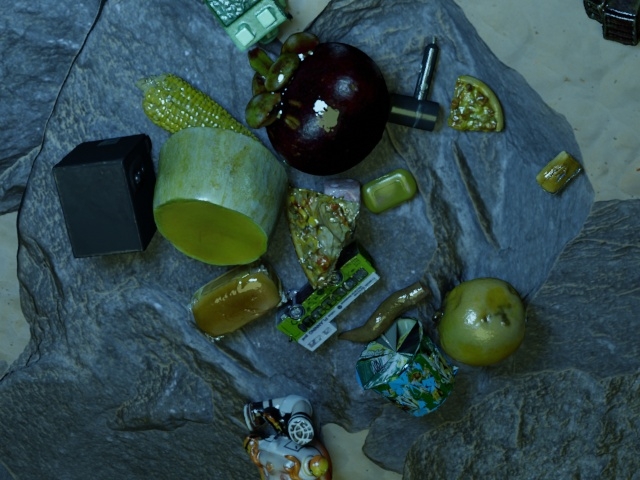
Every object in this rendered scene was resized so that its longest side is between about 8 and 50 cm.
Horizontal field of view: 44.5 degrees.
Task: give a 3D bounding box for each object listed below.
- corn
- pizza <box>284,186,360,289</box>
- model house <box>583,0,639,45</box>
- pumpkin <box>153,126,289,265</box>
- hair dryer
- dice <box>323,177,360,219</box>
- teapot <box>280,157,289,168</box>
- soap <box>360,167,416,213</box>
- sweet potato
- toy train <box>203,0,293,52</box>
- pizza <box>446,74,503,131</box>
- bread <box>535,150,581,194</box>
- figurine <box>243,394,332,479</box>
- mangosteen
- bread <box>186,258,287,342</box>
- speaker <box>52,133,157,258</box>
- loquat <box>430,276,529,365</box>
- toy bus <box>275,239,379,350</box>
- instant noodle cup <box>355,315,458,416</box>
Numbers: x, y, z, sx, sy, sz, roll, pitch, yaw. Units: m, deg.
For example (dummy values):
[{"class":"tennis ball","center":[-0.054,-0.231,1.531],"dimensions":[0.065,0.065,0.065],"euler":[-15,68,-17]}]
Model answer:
[{"class":"corn","center":[-0.285,-0.279,1.860],"dimensions":[0.346,0.130,0.130],"euler":[34,109,-18]},{"class":"pizza","center":[0.000,0.000,1.887],"dimensions":[0.074,0.287,0.252],"euler":[-14,105,-29]},{"class":"model house","center":[0.681,-0.529,1.774],"dimensions":[0.165,0.106,0.152],"euler":[27,129,28]},{"class":"pumpkin","center":[-0.248,-0.087,1.833],"dimensions":[0.332,0.199,0.332],"euler":[6,139,6]},{"class":"hair dryer","center":[0.234,-0.376,1.852],"dimensions":[0.124,0.071,0.219],"euler":[14,105,-5]},{"class":"dice","center":[0.054,-0.100,1.947],"dimensions":[0.091,0.094,0.093],"euler":[-1,114,0]},{"class":"teapot","center":[-0.053,-0.223,1.927],"dimensions":[0.110,0.043,0.043],"euler":[-41,106,18]},{"class":"soap","center":[0.171,-0.125,1.962],"dimensions":[0.140,0.045,0.089],"euler":[-24,113,8]},{"class":"sweet potato","center":[0.166,0.206,2.091],"dimensions":[0.281,0.059,0.067],"euler":[-41,97,14]},{"class":"toy train","center":[-0.184,-0.549,1.714],"dimensions":[0.159,0.188,0.272],"euler":[-33,110,14]},{"class":"pizza","center":[0.367,-0.310,1.883],"dimensions":[0.175,0.046,0.134],"euler":[39,107,-14]},{"class":"bread","center":[0.588,-0.166,1.938],"dimensions":[0.072,0.053,0.106],"euler":[40,102,-18]},{"class":"figurine","center":[-0.076,0.602,2.183],"dimensions":[0.320,0.196,0.323],"euler":[5,110,45]},{"class":"mangosteen","center":[-0.016,-0.311,1.741],"dimensions":[0.346,0.307,0.307],"euler":[28,110,-22]},{"class":"bread","center":[-0.220,0.155,2.049],"dimensions":[0.241,0.107,0.136],"euler":[-28,112,12]},{"class":"speaker","center":[-0.491,-0.110,1.862],"dimensions":[0.184,0.254,0.232],"euler":[-6,112,4]},{"class":"loquat","center":[0.405,0.209,2.005],"dimensions":[0.243,0.244,0.244],"euler":[0,112,0]},{"class":"toy bus","center":[0.023,0.145,2.043],"dimensions":[0.139,0.113,0.301],"euler":[41,106,-19]},{"class":"instant noodle cup","center":[0.234,0.343,2.065],"dimensions":[0.240,0.240,0.178],"euler":[-39,112,15]}]
